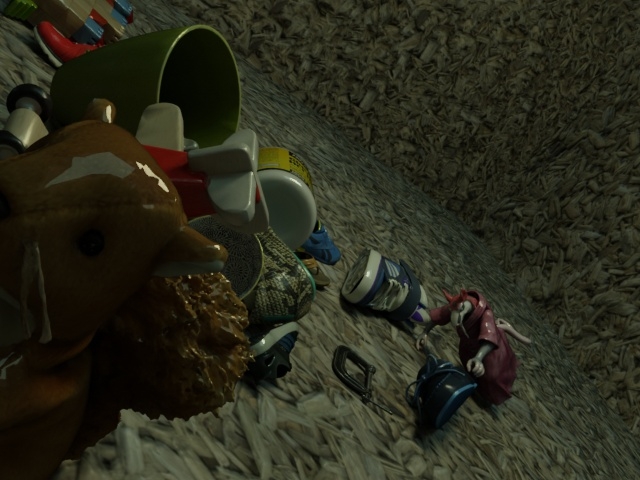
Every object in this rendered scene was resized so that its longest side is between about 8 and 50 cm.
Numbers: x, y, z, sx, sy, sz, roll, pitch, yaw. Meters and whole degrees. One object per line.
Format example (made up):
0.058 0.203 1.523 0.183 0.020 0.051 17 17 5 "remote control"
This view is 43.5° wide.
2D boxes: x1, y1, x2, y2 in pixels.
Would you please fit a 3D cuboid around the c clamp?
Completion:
0.079 0.268 1.576 0.137 0.022 0.160 34 18 -10 "c clamp"

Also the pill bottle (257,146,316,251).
-0.109 -0.105 1.804 0.188 0.188 0.334 37 14 -16 "pill bottle"

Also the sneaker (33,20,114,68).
-0.507 -0.405 1.800 0.279 0.118 0.107 39 15 -11 "sneaker"

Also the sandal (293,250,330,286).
-0.044 0.046 1.821 0.180 0.049 0.072 37 16 -16 "sandal"

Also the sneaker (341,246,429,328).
0.182 0.134 1.976 0.236 0.130 0.323 37 10 -2 "sneaker"

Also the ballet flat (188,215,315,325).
-0.194 -0.030 1.517 0.182 0.164 0.482 -7 48 -40 "ballet flat"

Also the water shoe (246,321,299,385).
-0.082 0.190 1.340 0.080 0.073 0.203 70 18 2 "water shoe"

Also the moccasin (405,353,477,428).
0.245 0.316 1.693 0.117 0.137 0.342 41 1 15 "moccasin"

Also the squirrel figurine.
-0.235 0.061 0.704 0.281 0.370 0.397 48 16 24 "squirrel figurine"

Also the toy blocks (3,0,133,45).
-0.594 -0.570 1.978 0.261 0.191 0.381 43 24 -29 "toy blocks"

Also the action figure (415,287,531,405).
0.400 0.228 1.958 0.248 0.276 0.370 34 -23 47 "action figure"

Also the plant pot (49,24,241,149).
-0.342 -0.263 1.495 0.294 0.274 0.275 8 2 24 "plant pot"

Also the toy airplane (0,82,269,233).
-0.261 -0.045 1.126 0.384 0.272 0.386 37 44 26 "toy airplane"

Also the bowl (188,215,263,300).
-0.176 0.049 1.354 0.170 0.170 0.080 47 -13 19 "bowl"

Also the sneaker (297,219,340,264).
0.000 0.000 1.999 0.209 0.082 0.069 25 20 -50 "sneaker"
